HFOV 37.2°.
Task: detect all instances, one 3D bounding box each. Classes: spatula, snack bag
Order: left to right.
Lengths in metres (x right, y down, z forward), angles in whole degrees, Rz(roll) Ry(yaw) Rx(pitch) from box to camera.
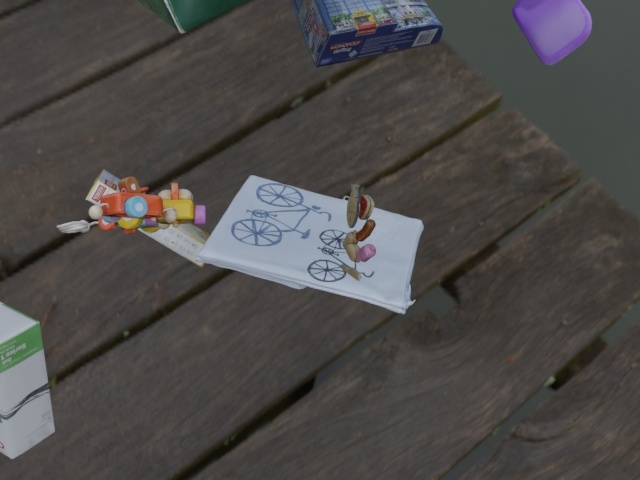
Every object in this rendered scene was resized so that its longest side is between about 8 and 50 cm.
[{"bbox_3d":[0.000,0.000,1.579,0.342,0.037,0.323,14,28,4],"label":"snack bag"},{"bbox_3d":[0.236,-0.360,1.205,0.296,0.084,0.030,49,27,-14],"label":"spatula"}]

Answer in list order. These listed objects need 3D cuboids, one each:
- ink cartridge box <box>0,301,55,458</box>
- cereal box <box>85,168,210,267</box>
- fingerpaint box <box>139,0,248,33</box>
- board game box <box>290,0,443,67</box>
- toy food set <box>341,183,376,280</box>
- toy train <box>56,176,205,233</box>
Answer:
[{"bbox_3d":[-0.509,0.209,1.484,0.160,0.219,0.092,19,33,30],"label":"ink cartridge box"},{"bbox_3d":[-0.313,-0.043,1.757,0.240,0.173,0.047,32,94,-13],"label":"cereal box"},{"bbox_3d":[-0.055,-0.377,0.871,0.371,0.163,0.445,-29,33,-12],"label":"fingerpaint box"},{"bbox_3d":[0.034,-0.318,1.184,0.194,0.060,0.194,-18,65,-32],"label":"board game box"},{"bbox_3d":[0.057,-0.011,1.300,0.019,0.122,0.078,1,17,-26],"label":"toy food set"},{"bbox_3d":[-0.181,-0.035,0.906,0.125,0.166,0.046,2,85,-36],"label":"toy train"}]
